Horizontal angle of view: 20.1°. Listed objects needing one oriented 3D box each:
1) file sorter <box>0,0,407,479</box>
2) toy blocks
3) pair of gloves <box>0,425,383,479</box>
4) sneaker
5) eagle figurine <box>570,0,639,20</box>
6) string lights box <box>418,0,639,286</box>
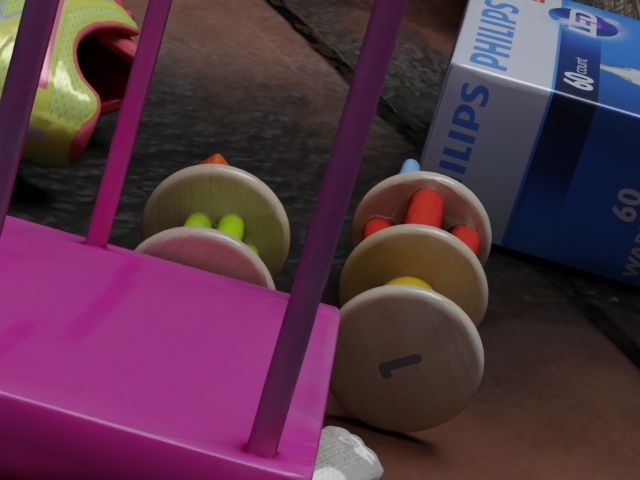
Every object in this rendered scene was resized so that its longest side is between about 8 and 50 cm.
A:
[{"bbox_3d":[-0.118,-0.071,0.453,0.291,0.182,0.202,16,9,0],"label":"file sorter"},{"bbox_3d":[0.000,0.000,0.640,0.123,0.054,0.148,16,25,-1],"label":"toy blocks"},{"bbox_3d":[-0.121,0.058,0.462,0.240,0.042,0.204,23,25,16],"label":"pair of gloves"},{"bbox_3d":[-0.112,-0.084,0.736,0.094,0.081,0.208,21,31,-6],"label":"sneaker"},{"bbox_3d":[0.167,-0.228,1.068,0.225,0.226,0.298,23,11,-38],"label":"eagle figurine"},{"bbox_3d":[0.176,-0.028,0.777,0.260,0.076,0.133,16,26,2],"label":"string lights box"}]
